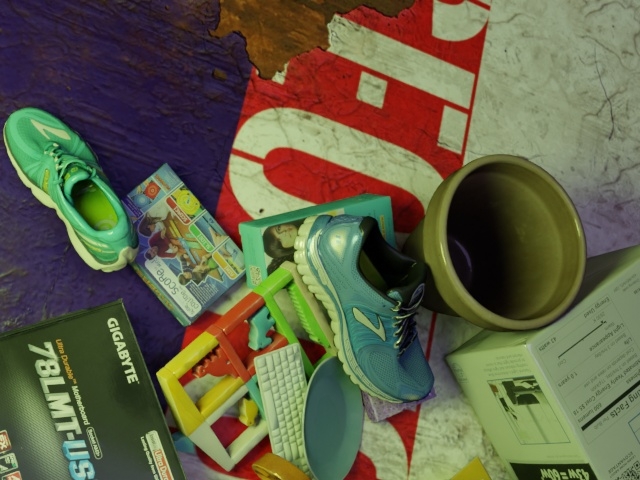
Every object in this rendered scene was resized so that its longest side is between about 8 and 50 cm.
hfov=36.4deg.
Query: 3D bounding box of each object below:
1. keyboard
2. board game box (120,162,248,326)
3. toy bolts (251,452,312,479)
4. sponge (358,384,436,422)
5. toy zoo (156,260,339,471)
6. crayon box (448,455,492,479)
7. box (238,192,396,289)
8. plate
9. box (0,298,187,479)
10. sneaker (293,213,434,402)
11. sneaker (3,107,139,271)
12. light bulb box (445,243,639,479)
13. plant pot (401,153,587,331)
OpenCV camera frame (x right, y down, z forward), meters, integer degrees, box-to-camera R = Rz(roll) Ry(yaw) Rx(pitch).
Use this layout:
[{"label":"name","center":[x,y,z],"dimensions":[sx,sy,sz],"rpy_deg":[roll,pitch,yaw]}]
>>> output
[{"label":"keyboard","center":[-0.041,0.276,1.404],"dimensions":[0.072,0.014,0.256],"rpy_deg":[-19,107,-30]},{"label":"board game box","center":[-0.212,0.006,1.419],"dimensions":[0.136,0.035,0.201],"rpy_deg":[-43,97,-26]},{"label":"toy bolts","center":[-0.027,0.428,1.336],"dimensions":[0.218,0.228,0.158],"rpy_deg":[25,64,26]},{"label":"sponge","center":[0.099,0.167,1.528],"dimensions":[0.117,0.031,0.210],"rpy_deg":[-16,85,-26]},{"label":"toy zoo","center":[-0.106,0.192,1.379],"dimensions":[0.293,0.030,0.192],"rpy_deg":[-41,123,-23]},{"label":"crayon box","center":[0.233,0.519,1.484],"dimensions":[0.203,0.083,0.323],"rpy_deg":[-32,94,-27]},{"label":"box","center":[0.000,0.000,1.472],"dimensions":[0.244,0.060,0.101],"rpy_deg":[-15,105,-34]},{"label":"plate","center":[0.012,0.263,1.427],"dimensions":[0.188,0.024,0.188],"rpy_deg":[9,79,-61]},{"label":"box","center":[-0.350,0.255,1.253],"dimensions":[0.293,0.073,0.296],"rpy_deg":[-16,75,-22]},{"label":"sneaker","center":[0.091,0.103,1.400],"dimensions":[0.330,0.147,0.130],"rpy_deg":[60,41,-24]},{"label":"sneaker","center":[-0.333,-0.085,1.325],"dimensions":[0.107,0.110,0.275],"rpy_deg":[-36,74,-20]},{"label":"light bulb box","center":[0.463,0.246,1.568],"dimensions":[0.358,0.225,0.361],"rpy_deg":[-30,93,-27]},{"label":"plant pot","center":[0.241,0.025,1.510],"dimensions":[0.263,0.229,0.263],"rpy_deg":[6,74,-22]}]
